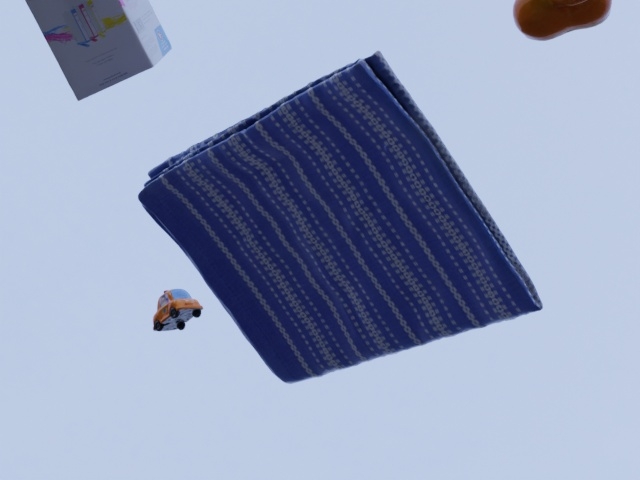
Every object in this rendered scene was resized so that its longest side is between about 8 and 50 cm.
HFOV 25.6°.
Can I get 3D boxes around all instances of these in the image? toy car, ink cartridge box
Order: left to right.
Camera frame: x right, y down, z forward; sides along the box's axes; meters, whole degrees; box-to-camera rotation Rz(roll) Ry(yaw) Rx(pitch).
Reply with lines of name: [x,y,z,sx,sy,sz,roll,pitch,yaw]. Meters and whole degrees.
ink cartridge box: [-0.228,-0.230,1.421,0.090,0.092,0.143,-23,-75,15]
toy car: [-0.119,0.064,1.489,0.060,0.122,0.041,-52,-127,57]

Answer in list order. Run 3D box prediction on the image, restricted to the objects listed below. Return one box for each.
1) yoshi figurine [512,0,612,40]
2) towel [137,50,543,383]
yoshi figurine: [0.184,-0.372,1.370,0.203,0.203,0.362,40,-16,38]
towel: [0.000,0.000,1.175,0.336,0.040,0.243,-23,-74,50]
